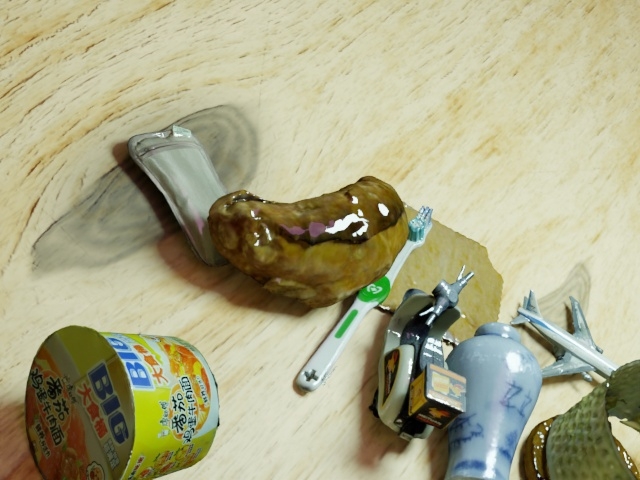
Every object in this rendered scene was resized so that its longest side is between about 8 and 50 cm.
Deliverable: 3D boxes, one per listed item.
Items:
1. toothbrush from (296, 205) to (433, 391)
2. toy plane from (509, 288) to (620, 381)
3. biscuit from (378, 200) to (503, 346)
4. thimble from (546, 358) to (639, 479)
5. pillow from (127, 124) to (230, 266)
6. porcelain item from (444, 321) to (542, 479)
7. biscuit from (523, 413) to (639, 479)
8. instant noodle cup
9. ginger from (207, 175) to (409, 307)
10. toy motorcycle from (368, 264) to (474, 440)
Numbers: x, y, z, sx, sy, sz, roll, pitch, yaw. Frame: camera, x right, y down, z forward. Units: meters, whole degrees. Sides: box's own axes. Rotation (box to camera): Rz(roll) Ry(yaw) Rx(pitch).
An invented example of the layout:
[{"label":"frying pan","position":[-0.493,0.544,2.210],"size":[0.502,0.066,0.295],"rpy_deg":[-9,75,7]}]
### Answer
[{"label":"toothbrush","position":[0.071,0.082,2.024],"size":[0.042,0.040,0.418],"rpy_deg":[21,45,18]},{"label":"toy plane","position":[0.388,0.164,2.169],"size":[0.226,0.058,0.226],"rpy_deg":[41,37,-2]},{"label":"biscuit","position":[0.176,0.055,2.149],"size":[0.232,0.013,0.236],"rpy_deg":[28,43,-11]},{"label":"thimble","position":[0.460,0.310,1.965],"size":[0.271,0.150,0.270],"rpy_deg":[20,47,-22]},{"label":"pillow","position":[-0.174,-0.064,1.987],"size":[0.131,0.038,0.232],"rpy_deg":[-15,66,-47]},{"label":"porcelain item","position":[0.227,0.232,1.939],"size":[0.141,0.141,0.259],"rpy_deg":[25,51,-15]},{"label":"biscuit","position":[0.377,0.343,2.017],"size":[0.212,0.036,0.212],"rpy_deg":[19,47,-21]},{"label":"instant noodle cup","position":[-0.222,0.189,1.620],"size":[0.153,0.205,0.205],"rpy_deg":[-3,55,-48]},{"label":"ginger","position":[0.000,0.000,1.957],"size":[0.321,0.165,0.172],"rpy_deg":[-6,63,-41]},{"label":"toy motorcycle","position":[0.140,0.152,1.930],"size":[0.091,0.157,0.263],"rpy_deg":[25,45,-18]}]
